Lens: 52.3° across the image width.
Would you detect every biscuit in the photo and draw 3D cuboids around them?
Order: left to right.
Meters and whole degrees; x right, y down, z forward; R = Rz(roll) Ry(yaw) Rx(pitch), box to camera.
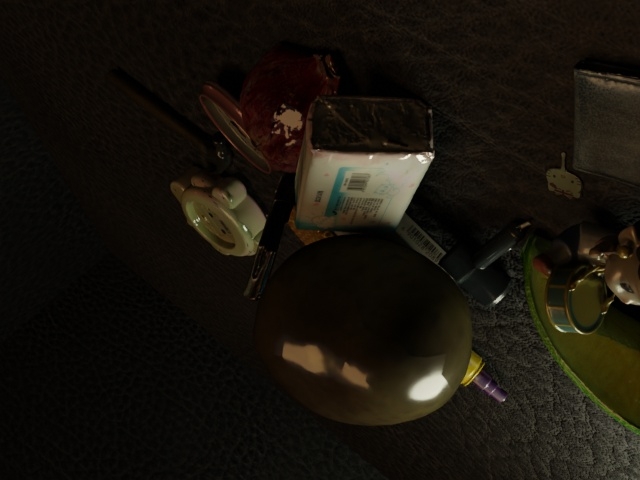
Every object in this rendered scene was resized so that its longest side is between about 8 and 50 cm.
[{"bbox_3d":[0.000,0.000,1.537,0.254,0.035,0.254,43,169,11],"label":"biscuit"}]

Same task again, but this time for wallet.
[{"bbox_3d":[-0.087,-0.043,1.300,0.044,0.317,0.169,19,135,-6],"label":"wallet"},{"bbox_3d":[0.394,-0.115,0.744,0.222,0.036,0.167,27,152,39],"label":"wallet"}]

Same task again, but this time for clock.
[{"bbox_3d":[-0.264,-0.074,1.813,0.309,0.114,0.284,7,135,52],"label":"clock"},{"bbox_3d":[-0.165,-0.243,1.397,0.244,0.056,0.244,44,170,9],"label":"clock"}]

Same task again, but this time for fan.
[{"bbox_3d":[0.340,-0.091,0.909,0.056,0.004,0.083,26,150,36],"label":"fan"}]

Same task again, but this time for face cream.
[{"bbox_3d":[0.303,0.263,1.464,0.273,0.078,0.078,41,156,11],"label":"face cream"}]

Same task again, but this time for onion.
[{"bbox_3d":[-0.060,-0.239,1.159,0.227,0.120,0.283,57,149,5],"label":"onion"}]

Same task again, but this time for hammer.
[{"bbox_3d":[-0.397,-0.324,1.700,0.440,0.044,0.168,38,154,17],"label":"hammer"}]

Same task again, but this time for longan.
[{"bbox_3d":[0.075,0.161,1.178,0.405,0.405,0.336,22,108,43],"label":"longan"}]

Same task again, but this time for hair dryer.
[{"bbox_3d":[0.300,0.024,1.109,0.124,0.071,0.219,41,148,6],"label":"hair dryer"}]

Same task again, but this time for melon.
[{"bbox_3d":[0.417,0.135,1.020,0.323,0.196,0.124,47,123,14],"label":"melon"}]

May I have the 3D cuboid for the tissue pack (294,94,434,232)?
[{"bbox_3d":[0.060,-0.117,1.090,0.271,0.202,0.124,108,158,-64],"label":"tissue pack"}]

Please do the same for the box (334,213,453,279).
[{"bbox_3d":[0.105,-0.028,1.343,0.365,0.051,0.204,44,157,2],"label":"box"}]

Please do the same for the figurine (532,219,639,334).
[{"bbox_3d":[0.415,0.045,0.811,0.161,0.158,0.276,25,163,-29],"label":"figurine"}]
